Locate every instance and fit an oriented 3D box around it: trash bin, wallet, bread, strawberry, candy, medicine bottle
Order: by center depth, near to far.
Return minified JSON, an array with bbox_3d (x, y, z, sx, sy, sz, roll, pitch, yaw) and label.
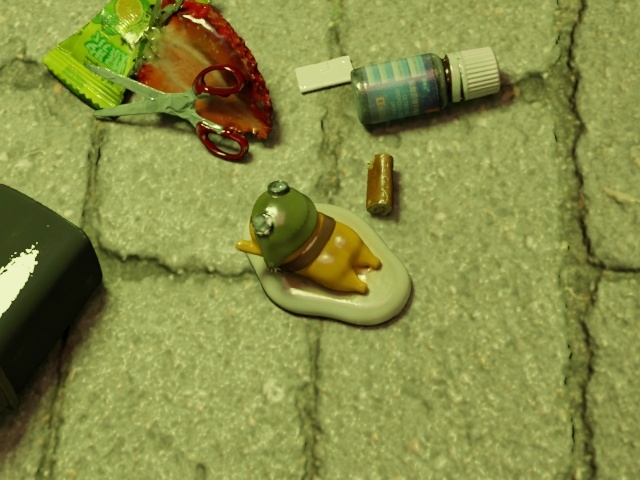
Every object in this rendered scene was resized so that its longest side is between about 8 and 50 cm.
[{"bbox_3d":[-0.435,0.087,1.685,0.209,0.182,0.290,27,64,19],"label":"trash bin"},{"bbox_3d":[0.083,-0.076,1.783,0.036,0.047,0.083,13,63,-21],"label":"bread"},{"bbox_3d":[0.146,-0.220,1.826,0.203,0.083,0.083,-13,62,0],"label":"medicine bottle"},{"bbox_3d":[-0.145,-0.251,1.844,0.228,0.174,0.098,26,33,11],"label":"strawberry"},{"bbox_3d":[0.007,-0.240,1.892,0.083,0.011,0.044,-14,62,0],"label":"wallet"},{"bbox_3d":[-0.284,-0.312,1.932,0.149,0.069,0.246,36,73,19],"label":"candy"}]

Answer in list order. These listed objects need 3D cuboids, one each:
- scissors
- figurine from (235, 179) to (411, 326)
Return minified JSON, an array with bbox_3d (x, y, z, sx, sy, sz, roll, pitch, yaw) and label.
[{"bbox_3d":[-0.217,-0.194,1.839,0.247,0.144,0.017,11,34,18],"label":"scissors"},{"bbox_3d":[0.000,0.000,1.697,0.250,0.141,0.167,21,66,16],"label":"figurine"}]
